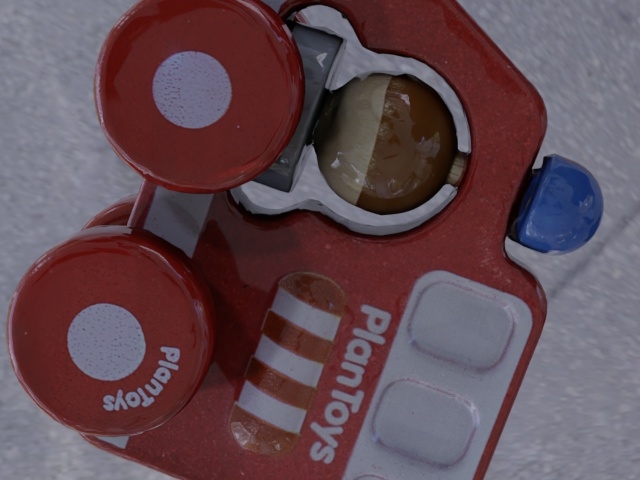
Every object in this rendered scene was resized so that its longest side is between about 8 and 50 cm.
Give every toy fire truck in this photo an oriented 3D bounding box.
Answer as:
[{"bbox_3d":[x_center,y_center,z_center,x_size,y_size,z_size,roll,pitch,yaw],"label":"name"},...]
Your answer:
[{"bbox_3d":[0.000,0.000,0.871,0.254,0.169,0.302,21,99,0],"label":"toy fire truck"}]
